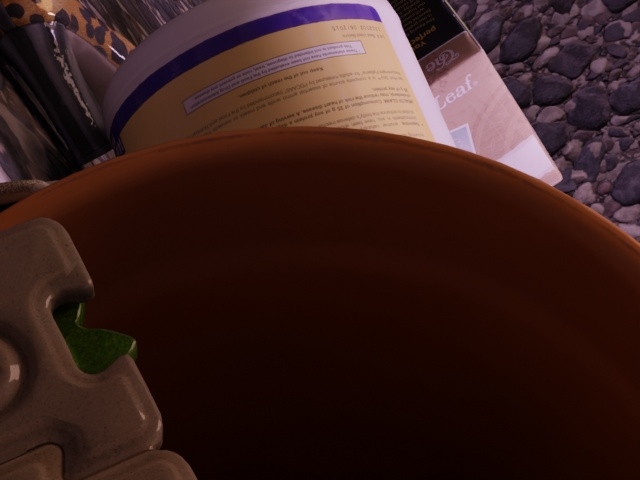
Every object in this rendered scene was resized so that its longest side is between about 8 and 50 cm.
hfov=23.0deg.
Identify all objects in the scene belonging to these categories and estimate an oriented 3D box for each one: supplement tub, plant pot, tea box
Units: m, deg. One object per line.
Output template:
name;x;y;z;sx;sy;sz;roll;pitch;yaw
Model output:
supplement tub;0.000;0.000;1.156;0.331;0.241;0.241;68;10;18
plant pot;-0.005;0.138;0.491;0.291;0.291;0.203;59;-9;28
tea box;0.028;-0.128;1.722;0.220;0.329;0.323;50;9;-41

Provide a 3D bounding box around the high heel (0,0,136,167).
high heel;-0.201;-0.176;1.312;0.186;0.093;0.261;60;14;-11

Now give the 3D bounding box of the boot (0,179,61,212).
boot;-0.068;0.011;0.780;0.203;0.262;0.095;-13;107;-81

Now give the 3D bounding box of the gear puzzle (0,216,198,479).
gear puzzle;-0.114;0.086;0.393;0.339;0.175;0.044;58;-17;28

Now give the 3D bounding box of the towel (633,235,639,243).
towel;0.094;0.148;0.659;0.121;0.235;0.283;22;59;-61
